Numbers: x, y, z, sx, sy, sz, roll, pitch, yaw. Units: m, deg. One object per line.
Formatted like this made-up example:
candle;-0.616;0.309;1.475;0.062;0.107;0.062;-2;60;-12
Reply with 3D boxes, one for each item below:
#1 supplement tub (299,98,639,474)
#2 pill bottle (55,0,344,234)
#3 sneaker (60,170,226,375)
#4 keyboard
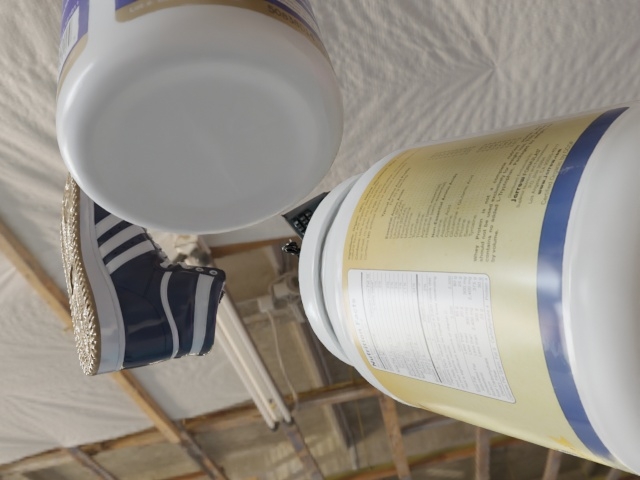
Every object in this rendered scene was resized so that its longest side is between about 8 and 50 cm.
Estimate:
supplement tub;0.146;0.027;0.480;0.229;0.228;0.316;19;-10;-31
pill bottle;-0.085;-0.147;0.413;0.153;0.264;0.153;-9;-36;-7
sneaker;-0.202;0.020;0.722;0.153;0.282;0.099;0;-40;-30
keyboard;0.000;0.000;0.955;0.108;0.023;0.180;-28;-35;7
